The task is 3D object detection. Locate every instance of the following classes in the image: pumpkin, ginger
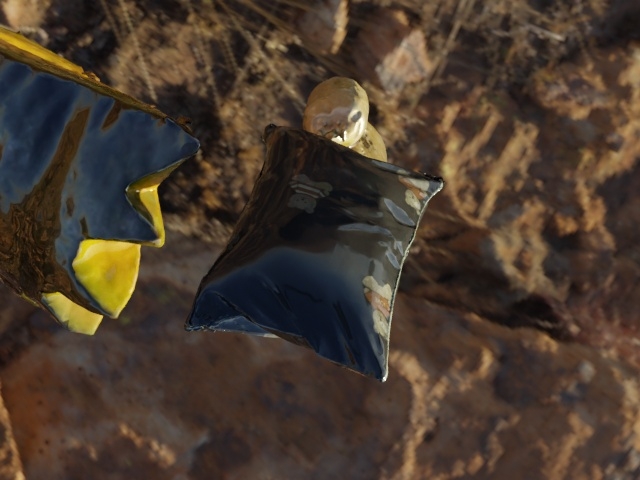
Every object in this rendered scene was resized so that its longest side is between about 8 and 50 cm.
[{"bbox_3d":[-0.175,-0.044,0.668,0.149,0.254,0.131,20,97,-28],"label":"pumpkin"},{"bbox_3d":[0.019,-0.021,0.896,0.058,0.214,0.133,-4,153,6],"label":"ginger"}]

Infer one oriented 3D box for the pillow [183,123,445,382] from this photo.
[{"bbox_3d":[0.000,0.000,0.592,0.090,0.150,0.048,32,129,-8],"label":"pillow"}]
